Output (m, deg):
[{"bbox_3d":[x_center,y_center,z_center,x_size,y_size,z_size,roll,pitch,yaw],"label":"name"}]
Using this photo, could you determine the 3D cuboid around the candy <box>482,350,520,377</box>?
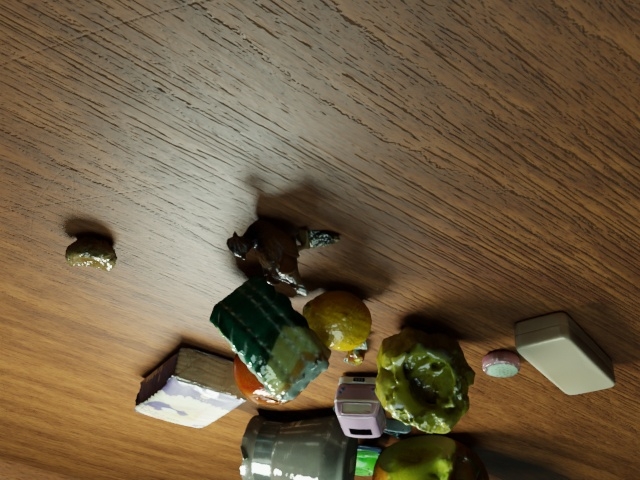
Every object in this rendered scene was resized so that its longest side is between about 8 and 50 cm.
[{"bbox_3d":[0.491,0.335,2.019,0.103,0.043,0.103,6,146,4],"label":"candy"}]

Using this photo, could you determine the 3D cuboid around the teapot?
[{"bbox_3d":[-0.066,0.713,2.477,0.361,0.306,0.376,6,176,14],"label":"teapot"}]

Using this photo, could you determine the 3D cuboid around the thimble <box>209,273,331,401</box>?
[{"bbox_3d":[-0.115,0.228,1.722,0.288,0.167,0.254,45,167,20],"label":"thimble"}]

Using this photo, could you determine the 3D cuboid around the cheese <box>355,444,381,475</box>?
[{"bbox_3d":[0.152,0.786,2.690,0.203,0.083,0.320,8,148,-2],"label":"cheese"}]

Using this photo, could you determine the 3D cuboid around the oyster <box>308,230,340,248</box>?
[{"bbox_3d":[0.003,0.000,1.606,0.083,0.019,0.054,-6,144,16],"label":"oyster"}]

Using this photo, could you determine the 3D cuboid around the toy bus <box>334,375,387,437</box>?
[{"bbox_3d":[0.122,0.500,2.219,0.141,0.142,0.203,-2,145,11],"label":"toy bus"}]

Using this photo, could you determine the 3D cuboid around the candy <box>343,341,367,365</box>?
[{"bbox_3d":[0.097,0.309,2.028,0.053,0.047,0.182,8,148,-1],"label":"candy"}]

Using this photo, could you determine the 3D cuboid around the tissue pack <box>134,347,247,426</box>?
[{"bbox_3d":[-0.387,0.451,2.226,0.242,0.125,0.343,22,142,-23],"label":"tissue pack"}]

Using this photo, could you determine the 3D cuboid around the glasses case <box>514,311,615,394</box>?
[{"bbox_3d":[0.632,0.297,1.914,0.144,0.076,0.336,-20,138,31],"label":"glasses case"}]

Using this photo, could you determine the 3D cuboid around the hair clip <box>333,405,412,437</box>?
[{"bbox_3d":[0.160,0.594,2.442,0.275,0.048,0.083,17,148,-16],"label":"hair clip"}]

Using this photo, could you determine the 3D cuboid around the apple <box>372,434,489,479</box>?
[{"bbox_3d":[0.375,0.830,2.490,0.384,0.375,0.374,26,141,-38],"label":"apple"}]

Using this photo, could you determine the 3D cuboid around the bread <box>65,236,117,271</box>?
[{"bbox_3d":[-0.514,0.026,1.676,0.113,0.060,0.082,12,146,-14],"label":"bread"}]

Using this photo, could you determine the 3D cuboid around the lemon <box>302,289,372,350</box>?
[{"bbox_3d":[0.040,0.187,1.772,0.187,0.142,0.142,23,142,-27],"label":"lemon"}]

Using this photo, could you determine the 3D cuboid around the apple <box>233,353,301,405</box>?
[{"bbox_3d":[-0.133,0.359,2.017,0.210,0.173,0.235,10,147,-7],"label":"apple"}]

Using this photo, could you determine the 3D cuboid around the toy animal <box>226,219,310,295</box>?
[{"bbox_3d":[-0.098,0.040,1.541,0.179,0.188,0.089,-13,158,-42],"label":"toy animal"}]

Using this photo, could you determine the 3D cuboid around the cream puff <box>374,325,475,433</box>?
[{"bbox_3d":[0.270,0.343,1.861,0.281,0.282,0.185,19,151,-20],"label":"cream puff"}]
